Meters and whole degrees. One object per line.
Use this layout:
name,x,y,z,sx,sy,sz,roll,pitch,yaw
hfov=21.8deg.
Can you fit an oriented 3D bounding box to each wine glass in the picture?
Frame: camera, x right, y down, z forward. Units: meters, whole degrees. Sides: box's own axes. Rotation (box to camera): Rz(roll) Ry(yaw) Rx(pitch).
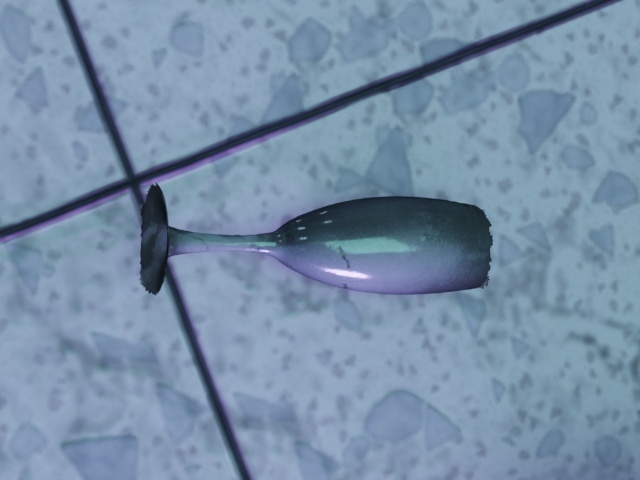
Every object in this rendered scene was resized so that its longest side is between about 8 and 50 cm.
wine glass,0.000,0.000,0.934,0.198,0.066,0.066,0,89,-21
